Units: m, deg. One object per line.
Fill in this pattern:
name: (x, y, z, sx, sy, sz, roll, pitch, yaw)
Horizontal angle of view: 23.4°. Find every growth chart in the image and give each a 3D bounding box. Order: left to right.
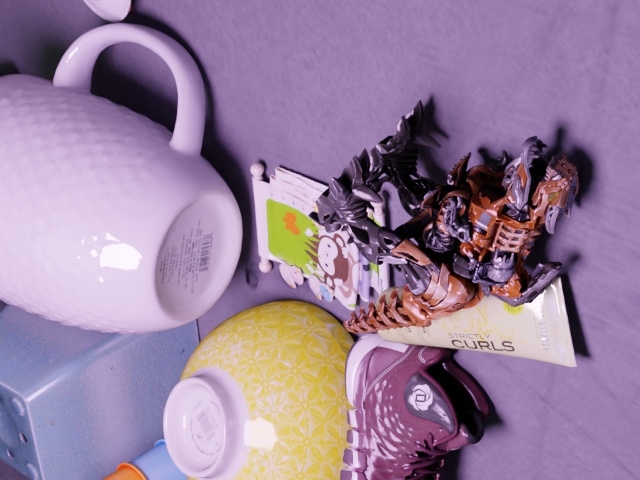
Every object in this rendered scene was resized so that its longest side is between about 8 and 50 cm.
growth chart: (0.000, 0.000, 1.757, 0.237, 0.021, 0.172, 19, 128, 45)

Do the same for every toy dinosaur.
toy dinosaur: (0.110, 0.001, 1.506, 0.218, 0.164, 0.322, 44, 112, 2)

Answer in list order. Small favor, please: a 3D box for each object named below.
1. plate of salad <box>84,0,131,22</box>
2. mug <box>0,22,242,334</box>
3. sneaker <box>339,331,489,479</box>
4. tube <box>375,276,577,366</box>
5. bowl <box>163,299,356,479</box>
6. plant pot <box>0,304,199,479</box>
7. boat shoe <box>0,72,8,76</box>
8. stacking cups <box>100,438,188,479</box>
plate of salad: (-0.270, -0.356, 1.833, 0.200, 0.048, 0.200, 44, 149, 35)
mug: (-0.257, -0.075, 1.849, 0.328, 0.276, 0.374, 20, 98, 31)
sneaker: (0.109, 0.242, 1.677, 0.162, 0.106, 0.281, 1, 98, 44)
tube: (0.158, 0.079, 1.584, 0.240, 0.062, 0.070, 1, 148, 46)
bowl: (-0.088, 0.212, 1.806, 0.289, 0.156, 0.290, -2, 87, 47)
plant pot: (-0.329, 0.195, 2.094, 0.247, 0.252, 0.248, 23, 129, 42)
boat shoe: (-0.517, -0.167, 2.215, 0.340, 0.127, 0.113, -17, 69, 62)
stacking cups: (-0.203, 0.307, 1.957, 0.096, 0.316, 0.096, 28, 133, 35)
